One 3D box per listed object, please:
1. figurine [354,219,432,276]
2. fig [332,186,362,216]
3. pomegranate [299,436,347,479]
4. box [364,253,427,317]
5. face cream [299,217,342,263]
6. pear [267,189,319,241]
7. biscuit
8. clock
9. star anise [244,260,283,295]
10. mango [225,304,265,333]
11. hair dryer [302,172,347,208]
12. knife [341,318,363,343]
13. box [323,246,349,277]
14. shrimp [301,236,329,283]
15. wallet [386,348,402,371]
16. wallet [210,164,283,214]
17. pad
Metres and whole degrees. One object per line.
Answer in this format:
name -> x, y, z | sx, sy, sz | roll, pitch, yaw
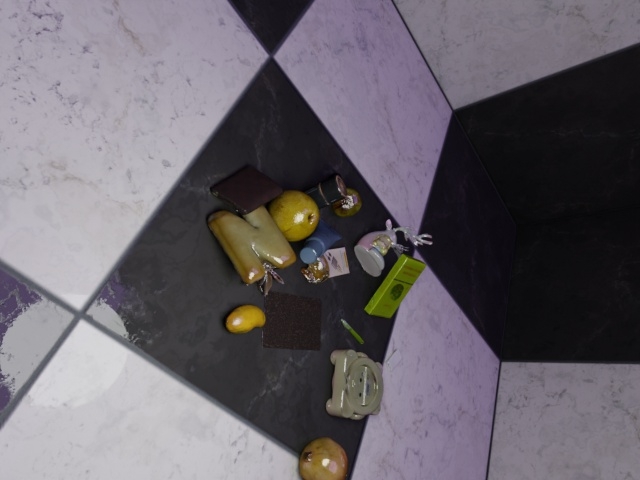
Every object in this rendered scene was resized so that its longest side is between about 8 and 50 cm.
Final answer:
figurine -> 0.356, 0.048, 2.268 | 0.284, 0.206, 0.316 | 36, 56, 17
fig -> 0.120, -0.174, 2.122 | 0.136, 0.153, 0.120 | 33, 42, -3
pomegranate -> 0.013, 0.838, 1.720 | 0.191, 0.191, 0.191 | 15, 70, -47
box -> 0.368, 0.228, 2.228 | 0.187, 0.047, 0.335 | 19, 107, -46
face cream -> 0.000, 0.000, 1.890 | 0.136, 0.086, 0.385 | 41, 23, -1
pear -> -0.102, -0.099, 1.802 | 0.209, 0.209, 0.208 | 15, 70, -47
biscuit -> -0.240, -0.004, 1.626 | 0.237, 0.062, 0.290 | -22, 73, -36
clock -> 0.160, 0.633, 2.001 | 0.309, 0.114, 0.283 | 28, 59, -45
star anise -> -0.222, 0.087, 1.702 | 0.209, 0.089, 0.231 | -38, 107, -33
mango -> -0.263, 0.278, 1.620 | 0.190, 0.075, 0.098 | 2, 95, -53
hair dryer -> 0.035, -0.241, 2.070 | 0.107, 0.189, 0.352 | 63, 20, -14
knife -> 0.148, 0.421, 2.101 | 0.184, 0.022, 0.026 | 50, 22, -28
box -> 0.052, 0.100, 2.058 | 0.247, 0.033, 0.129 | -8, 87, -50
shrimp -> -0.051, 0.060, 1.917 | 0.117, 0.066, 0.262 | -33, 91, -21
wallet -> 0.373, 0.606, 2.314 | 0.122, 0.025, 0.061 | -32, 107, -48
wallet -> -0.270, -0.184, 1.686 | 0.182, 0.049, 0.229 | 36, 42, 13
pad -> -0.107, 0.327, 1.842 | 0.330, 0.004, 0.220 | 19, 68, -45
